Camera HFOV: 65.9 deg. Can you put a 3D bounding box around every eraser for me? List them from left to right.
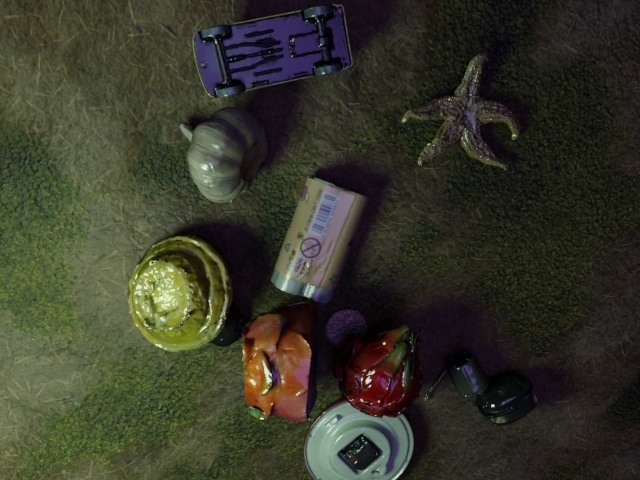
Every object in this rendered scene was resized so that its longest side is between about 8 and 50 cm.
[{"bbox_3d":[0.000,0.000,1.235,0.171,0.087,0.291,19,99,-9],"label":"eraser"}]

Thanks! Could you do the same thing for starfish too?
[{"bbox_3d":[0.346,-0.288,1.220,0.302,0.060,0.300,-19,111,-8],"label":"starfish"}]

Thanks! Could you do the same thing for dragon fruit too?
[{"bbox_3d":[-0.103,0.295,1.195,0.189,0.291,0.291,0,103,2],"label":"dragon fruit"},{"bbox_3d":[0.155,0.316,1.250,0.233,0.234,0.293,12,119,-9],"label":"dragon fruit"}]

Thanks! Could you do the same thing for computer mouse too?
[{"bbox_3d":[-0.273,0.178,1.249,0.121,0.073,0.217,-26,102,-2],"label":"computer mouse"}]

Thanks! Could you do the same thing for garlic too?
[{"bbox_3d":[-0.244,-0.208,1.124,0.212,0.218,0.219,27,100,18],"label":"garlic"}]

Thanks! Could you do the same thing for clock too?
[{"bbox_3d":[0.110,0.580,1.385,0.318,0.080,0.319,-1,102,-6],"label":"clock"}]

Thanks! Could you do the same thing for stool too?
[{"bbox_3d":[0.404,0.368,1.364,0.096,0.096,0.110,-29,99,1],"label":"stool"}]

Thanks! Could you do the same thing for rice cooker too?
[{"bbox_3d":[0.521,0.444,1.385,0.165,0.112,0.106,-34,110,2],"label":"rice cooker"}]

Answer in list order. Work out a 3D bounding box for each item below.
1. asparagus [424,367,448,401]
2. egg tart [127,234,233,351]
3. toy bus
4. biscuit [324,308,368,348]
[{"bbox_3d":[0.327,0.409,1.403,0.014,0.015,0.114,32,97,-15],"label":"asparagus"},{"bbox_3d":[-0.349,0.125,1.165,0.289,0.115,0.291,0,89,18],"label":"egg tart"},{"bbox_3d":[-0.106,-0.414,1.092,0.330,0.151,0.145,-14,110,-5],"label":"toy bus"},{"bbox_3d":[0.070,0.238,1.333,0.120,0.015,0.120,-2,103,-7],"label":"biscuit"}]
